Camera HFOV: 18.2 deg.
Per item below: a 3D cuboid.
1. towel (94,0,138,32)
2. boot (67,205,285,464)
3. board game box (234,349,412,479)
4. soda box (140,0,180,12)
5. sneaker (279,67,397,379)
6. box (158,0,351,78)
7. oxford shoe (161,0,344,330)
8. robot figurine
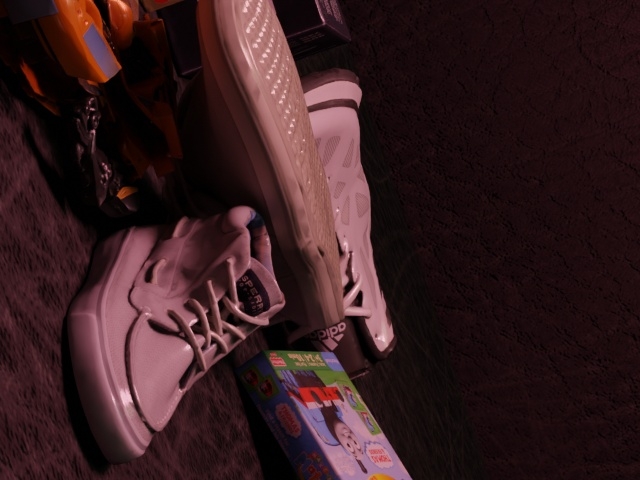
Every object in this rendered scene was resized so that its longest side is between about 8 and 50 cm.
[{"bbox_3d":[-0.217,-0.356,1.650,0.370,0.040,0.271,-97,166,-45],"label":"towel"},{"bbox_3d":[-0.088,0.047,1.308,0.258,0.123,0.095,-92,162,-63],"label":"boot"},{"bbox_3d":[0.023,0.193,1.749,0.211,0.039,0.160,58,17,15],"label":"board game box"},{"bbox_3d":[-0.158,-0.305,1.856,0.061,0.058,0.181,58,16,-56],"label":"soda box"},{"bbox_3d":[0.001,0.000,1.864,0.447,0.169,0.257,39,32,-80],"label":"sneaker"},{"bbox_3d":[-0.067,-0.230,1.980,0.207,0.153,0.108,-11,83,-83],"label":"box"},{"bbox_3d":[-0.062,-0.042,1.528,0.449,0.130,0.169,78,6,-65],"label":"oxford shoe"},{"bbox_3d":[-0.167,-0.151,1.347,0.291,0.085,0.211,63,13,-47],"label":"robot figurine"}]
